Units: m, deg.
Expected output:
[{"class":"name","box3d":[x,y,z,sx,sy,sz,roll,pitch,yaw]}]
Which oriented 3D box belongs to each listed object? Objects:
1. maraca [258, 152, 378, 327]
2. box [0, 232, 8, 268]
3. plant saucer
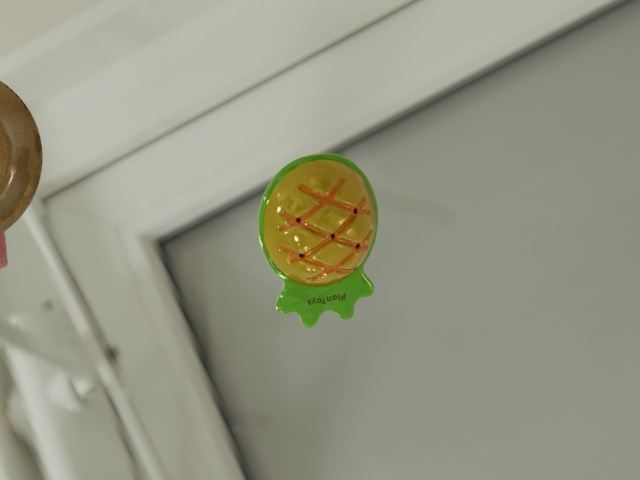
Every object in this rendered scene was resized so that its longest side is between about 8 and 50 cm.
[{"class":"maraca","box3d":[0.000,0.000,1.807,0.099,0.127,0.185,-127,30,-66]},{"class":"box","box3d":[-0.350,-0.039,1.221,0.148,0.232,0.126,-125,26,-43]},{"class":"plant saucer","box3d":[-0.169,-0.038,0.807,0.083,0.083,0.015,63,-177,1]}]
